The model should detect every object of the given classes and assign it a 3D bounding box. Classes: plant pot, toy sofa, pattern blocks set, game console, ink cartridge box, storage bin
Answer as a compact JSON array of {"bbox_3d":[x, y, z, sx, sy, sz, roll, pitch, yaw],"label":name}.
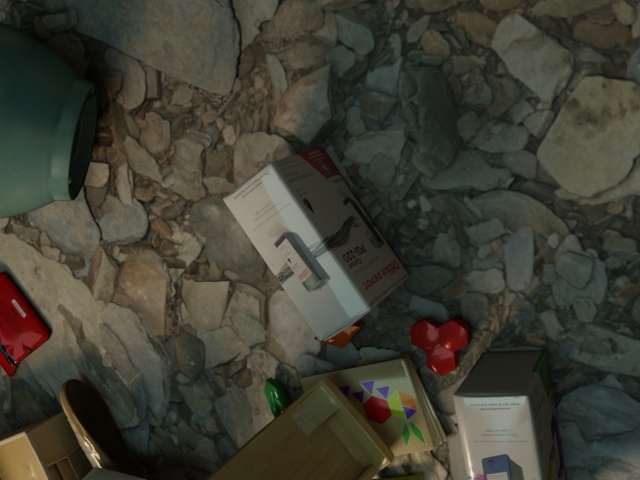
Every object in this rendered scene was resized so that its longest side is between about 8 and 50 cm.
[{"bbox_3d":[-0.428,-0.158,1.205,0.196,0.293,0.293,12,110,-5],"label":"plant pot"},{"bbox_3d":[-0.081,0.343,1.070,0.150,0.362,0.177,48,129,7],"label":"toy sofa"},{"bbox_3d":[0.073,0.238,1.190,0.325,0.026,0.285,-7,100,27],"label":"pattern blocks set"},{"bbox_3d":[-0.539,0.145,1.463,0.124,0.085,0.144,-38,85,-3],"label":"game console"},{"bbox_3d":[0.000,0.000,1.089,0.092,0.158,0.218,-34,88,28],"label":"ink cartridge box"},{"bbox_3d":[0.239,0.260,1.045,0.093,0.154,0.212,-5,100,25],"label":"ink cartridge box"},{"bbox_3d":[-0.492,0.451,1.458,0.262,0.123,0.260,-24,92,28],"label":"storage bin"}]

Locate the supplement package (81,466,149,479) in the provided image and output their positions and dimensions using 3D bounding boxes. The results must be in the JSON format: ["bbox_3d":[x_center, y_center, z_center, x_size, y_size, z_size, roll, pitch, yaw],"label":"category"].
[{"bbox_3d":[-0.295,0.516,1.279,0.198,0.199,0.263,-3,119,44],"label":"supplement package"}]

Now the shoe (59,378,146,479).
[{"bbox_3d":[-0.369,0.329,1.395,0.058,0.076,0.219,-32,91,23],"label":"shoe"}]
